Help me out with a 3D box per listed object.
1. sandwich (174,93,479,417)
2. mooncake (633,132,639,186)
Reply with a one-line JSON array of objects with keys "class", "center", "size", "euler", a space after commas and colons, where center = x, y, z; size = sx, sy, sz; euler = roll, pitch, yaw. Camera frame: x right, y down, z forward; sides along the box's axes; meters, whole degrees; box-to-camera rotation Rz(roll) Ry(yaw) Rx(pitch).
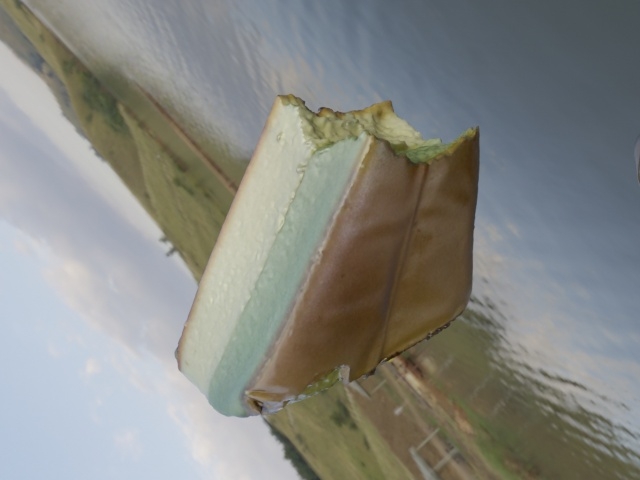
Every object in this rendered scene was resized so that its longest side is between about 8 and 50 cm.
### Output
[{"class": "sandwich", "center": [0.000, 0.000, 0.475], "size": [0.108, 0.220, 0.186], "euler": [34, 140, 45]}, {"class": "mooncake", "center": [0.350, -0.048, 0.466], "size": [0.245, 0.245, 0.133], "euler": [51, -158, -36]}]
